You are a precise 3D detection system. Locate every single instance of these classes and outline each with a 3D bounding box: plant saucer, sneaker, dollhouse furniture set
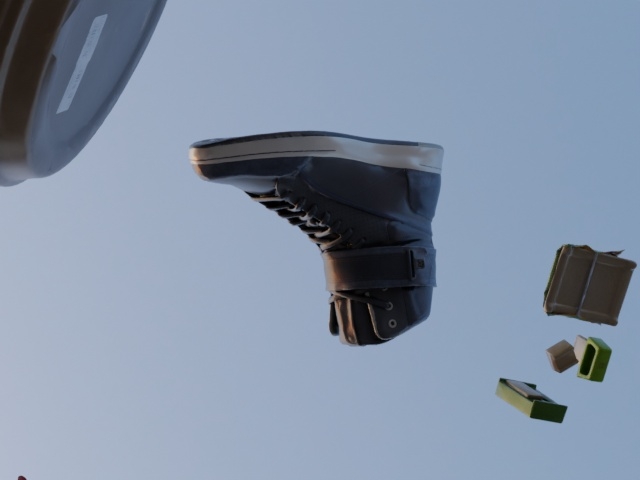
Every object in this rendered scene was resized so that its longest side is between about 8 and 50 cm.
[{"bbox_3d":[-0.150,-0.154,0.835,0.041,0.278,0.278,27,-69,1],"label":"plant saucer"},{"bbox_3d":[0.002,0.000,0.964,0.086,0.226,0.163,3,-90,56],"label":"sneaker"},{"bbox_3d":[0.198,0.070,1.040,0.076,0.058,0.151,11,-80,-24],"label":"dollhouse furniture set"}]

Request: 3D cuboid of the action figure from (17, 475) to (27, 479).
[{"bbox_3d":[-0.294,0.214,1.055,0.115,0.038,0.030,-14,-58,33],"label":"action figure"}]
